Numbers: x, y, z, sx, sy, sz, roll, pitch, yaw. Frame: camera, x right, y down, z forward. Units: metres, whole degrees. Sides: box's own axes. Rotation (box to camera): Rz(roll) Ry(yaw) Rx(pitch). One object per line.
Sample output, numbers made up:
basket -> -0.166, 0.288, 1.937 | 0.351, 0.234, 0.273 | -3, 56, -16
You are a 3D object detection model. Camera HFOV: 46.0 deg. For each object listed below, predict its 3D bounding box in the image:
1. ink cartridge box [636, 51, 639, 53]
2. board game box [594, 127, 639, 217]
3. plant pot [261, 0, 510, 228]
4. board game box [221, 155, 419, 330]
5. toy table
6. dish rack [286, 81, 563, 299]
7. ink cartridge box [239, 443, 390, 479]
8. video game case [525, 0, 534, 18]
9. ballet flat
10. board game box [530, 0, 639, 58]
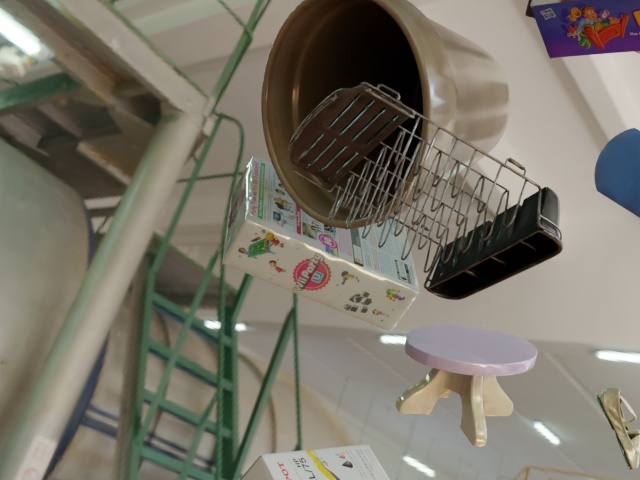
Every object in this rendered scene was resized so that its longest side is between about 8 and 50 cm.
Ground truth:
ink cartridge box -> 0.823, -0.336, 1.583 | 0.308, 0.091, 0.385 | 26, 8, 4
board game box -> 0.591, -0.121, 1.386 | 0.033, 0.133, 0.168 | 2, 32, -48
plant pot -> 0.119, -0.192, 1.100 | 0.280, 0.323, 0.323 | -11, 1, -42
board game box -> 0.000, 0.000, 1.257 | 0.303, 0.224, 0.097 | 23, -62, -15
toy table -> 0.292, 0.280, 1.529 | 0.274, 0.161, 0.252 | 8, 17, -4
dish rack -> 0.096, -0.048, 0.796 | 0.271, 0.074, 0.208 | 29, -30, -13
ink cartridge box -> -0.011, 0.498, 1.305 | 0.270, 0.198, 0.197 | 10, -55, -45
video game case -> 0.408, -0.539, 1.226 | 0.035, 0.248, 0.275 | 21, -13, 11
ballet flat -> 0.583, 0.359, 1.437 | 0.052, 0.057, 0.168 | -24, -87, 23
board game box -> 0.376, -0.347, 0.758 | 0.233, 0.347, 0.078 | 5, -29, 36
